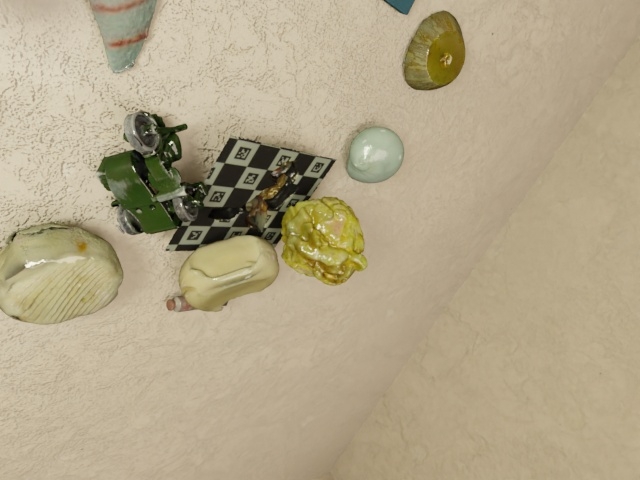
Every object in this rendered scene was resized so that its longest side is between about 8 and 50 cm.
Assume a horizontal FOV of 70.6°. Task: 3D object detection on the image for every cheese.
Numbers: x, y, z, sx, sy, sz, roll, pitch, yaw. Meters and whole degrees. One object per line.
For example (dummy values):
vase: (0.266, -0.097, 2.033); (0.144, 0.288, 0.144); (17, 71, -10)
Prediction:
cheese: (-0.237, 0.088, 1.194); (0.266, 0.127, 0.233); (-18, 159, -16)

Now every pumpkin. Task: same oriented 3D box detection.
pumpkin: (0.335, -0.505, 1.248); (0.218, 0.110, 0.217); (-21, 137, -21)

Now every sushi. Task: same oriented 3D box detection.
sushi: (-0.178, -0.114, 1.140); (0.359, 0.064, 0.343); (-1, 136, -50)

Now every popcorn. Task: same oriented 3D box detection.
popcorn: (0.000, 0.000, 1.199); (0.212, 0.259, 0.259); (15, 114, -38)

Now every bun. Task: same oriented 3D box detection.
bun: (-0.530, 0.060, 0.908); (0.239, 0.141, 0.239); (-26, 145, -20)

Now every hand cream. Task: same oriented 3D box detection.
hand cream: (-0.339, 0.174, 1.289); (0.210, 0.043, 0.067); (-1, 125, -50)

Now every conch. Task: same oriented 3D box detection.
conch: (0.162, -0.237, 1.337); (0.185, 0.120, 0.221); (-23, 154, 19)

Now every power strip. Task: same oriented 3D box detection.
power strip: (0.175, -0.586, 1.067); (0.123, 0.032, 0.056); (4, 121, -46)

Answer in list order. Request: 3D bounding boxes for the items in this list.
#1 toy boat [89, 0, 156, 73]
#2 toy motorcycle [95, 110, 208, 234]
toy boat: (-0.326, -0.406, 0.723); (0.206, 0.096, 0.282); (-38, 153, -27)
toy motorcycle: (-0.349, -0.124, 0.915); (0.205, 0.127, 0.275); (-11, 127, 14)
